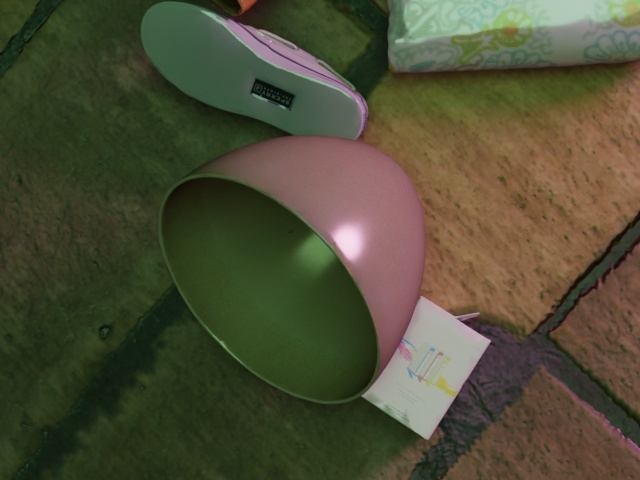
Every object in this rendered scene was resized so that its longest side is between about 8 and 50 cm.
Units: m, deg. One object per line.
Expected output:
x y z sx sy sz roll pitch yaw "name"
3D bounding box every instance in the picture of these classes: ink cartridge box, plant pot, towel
0.116 0.129 1.468 0.090 0.092 0.143 33 87 5 "ink cartridge box"
0.000 0.000 1.420 0.284 0.284 0.191 43 56 6 "plant pot"
0.227 -0.375 1.509 0.320 0.090 0.375 -3 85 6 "towel"

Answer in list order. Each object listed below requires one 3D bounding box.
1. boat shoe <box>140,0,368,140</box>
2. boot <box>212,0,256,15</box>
-0.068 -0.189 1.506 0.267 0.088 0.096 22 110 2 "boat shoe"
-0.114 -0.395 1.496 0.283 0.109 0.220 46 68 -7 "boot"
